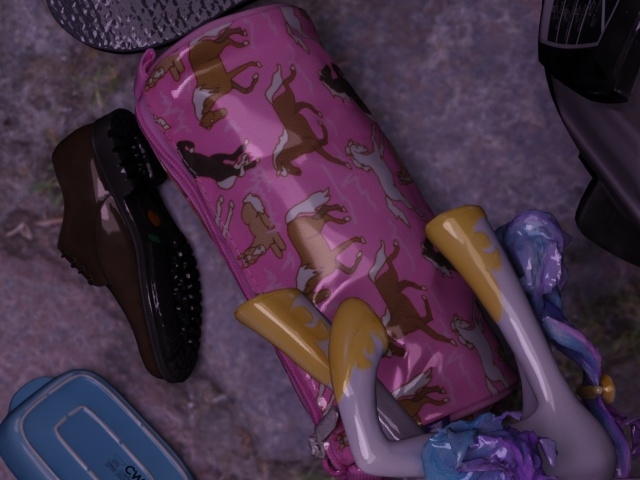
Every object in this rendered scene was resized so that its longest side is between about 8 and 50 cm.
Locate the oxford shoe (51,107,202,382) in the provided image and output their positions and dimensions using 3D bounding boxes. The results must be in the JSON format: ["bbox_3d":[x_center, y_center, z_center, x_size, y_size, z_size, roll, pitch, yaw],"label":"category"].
[{"bbox_3d":[-0.162,0.014,1.529,0.096,0.083,0.227,-21,81,24],"label":"oxford shoe"}]

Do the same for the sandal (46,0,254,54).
[{"bbox_3d":[-0.102,-0.219,1.555,0.254,0.054,0.097,-16,90,-5],"label":"sandal"}]

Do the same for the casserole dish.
[{"bbox_3d":[-0.177,0.180,1.501,0.114,0.037,0.188,-39,80,-28],"label":"casserole dish"}]

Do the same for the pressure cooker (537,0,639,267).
[{"bbox_3d":[0.349,-0.133,1.315,0.370,0.420,0.375,-16,116,-1],"label":"pressure cooker"}]

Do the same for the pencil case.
[{"bbox_3d":[0.000,0.000,1.463,0.160,0.167,0.386,-34,80,28],"label":"pencil case"}]

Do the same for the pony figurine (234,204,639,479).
[{"bbox_3d":[0.155,0.158,1.260,0.351,0.303,0.363,-14,71,-29],"label":"pony figurine"}]
